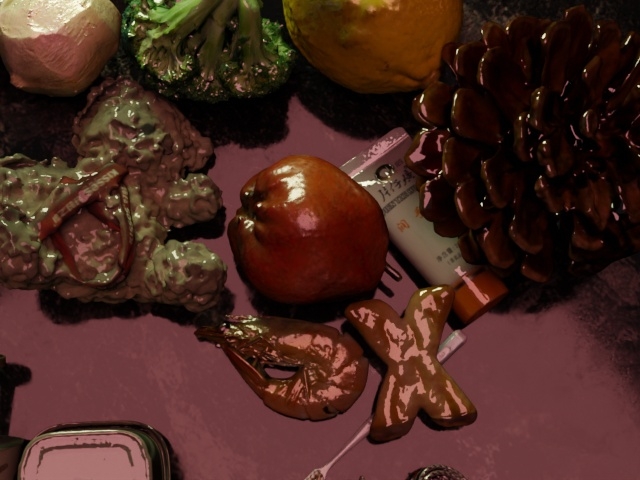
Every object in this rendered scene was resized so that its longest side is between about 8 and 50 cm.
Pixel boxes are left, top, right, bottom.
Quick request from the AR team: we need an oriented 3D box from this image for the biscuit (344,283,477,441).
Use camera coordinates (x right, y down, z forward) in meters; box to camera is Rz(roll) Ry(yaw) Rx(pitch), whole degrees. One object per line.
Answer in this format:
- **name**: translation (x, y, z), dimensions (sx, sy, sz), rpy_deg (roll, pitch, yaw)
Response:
- **biscuit**: translation (0.132, 0.178, 1.767), dimensions (0.164, 0.047, 0.207), rpy_deg (-11, 87, -2)

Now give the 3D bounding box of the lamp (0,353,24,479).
- **lamp**: translation (-0.487, 0.273, 1.734), dimensions (0.121, 0.121, 0.214), rpy_deg (-2, 93, -2)

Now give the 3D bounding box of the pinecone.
- **pinecone**: translation (0.333, -0.145, 1.704), dimensions (0.398, 0.398, 0.397), rpy_deg (0, 78, -1)

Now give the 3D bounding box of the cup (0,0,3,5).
- **cup**: translation (-0.529, -0.323, 1.878), dimensions (0.141, 0.120, 0.120), rpy_deg (-38, 81, -23)

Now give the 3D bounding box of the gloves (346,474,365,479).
- **gloves**: translation (0.021, 0.412, 1.745), dimensions (0.153, 0.070, 0.114), rpy_deg (-35, 81, -6)

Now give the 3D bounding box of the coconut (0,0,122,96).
- **coconut**: translation (-0.400, -0.303, 1.815), dimensions (0.194, 0.194, 0.194), rpy_deg (0, 78, -1)

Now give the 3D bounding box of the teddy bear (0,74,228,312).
- **teddy bear**: translation (-0.306, -0.082, 1.780), dimensions (0.357, 0.224, 0.367), rpy_deg (9, 75, -14)

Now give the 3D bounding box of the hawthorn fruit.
- **hawthorn fruit**: translation (0.000, 0.000, 1.773), dimensions (0.261, 0.224, 0.224), rpy_deg (22, 77, -18)

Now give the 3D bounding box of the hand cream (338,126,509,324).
- **hand cream**: translation (0.163, -0.023, 1.841), dimensions (0.140, 0.089, 0.314), rpy_deg (-38, 75, -5)

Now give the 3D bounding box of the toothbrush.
- **toothbrush**: translation (0.093, 0.255, 1.802), dimensions (0.342, 0.030, 0.025), rpy_deg (-43, 86, -11)

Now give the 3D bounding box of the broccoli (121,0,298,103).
- **broccoli**: translation (-0.167, -0.329, 1.815), dimensions (0.294, 0.245, 0.265), rpy_deg (43, 50, -10)

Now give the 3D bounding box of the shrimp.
- **shrimp**: translation (-0.062, 0.178, 1.803), dimensions (0.267, 0.061, 0.145), rpy_deg (18, 87, 0)

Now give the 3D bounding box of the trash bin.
- **trash bin**: translation (-0.315, 0.350, 1.661), dimensions (0.219, 0.250, 0.219), rpy_deg (-3, 78, -7)

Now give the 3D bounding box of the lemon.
- **lemon**: translation (0.079, -0.359, 1.820), dimensions (0.268, 0.268, 0.321), rpy_deg (-18, 79, -5)

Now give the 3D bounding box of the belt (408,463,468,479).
- **belt**: translation (0.231, 0.483, 1.724), dimensions (0.126, 0.094, 0.359), rpy_deg (-26, 81, -11)
